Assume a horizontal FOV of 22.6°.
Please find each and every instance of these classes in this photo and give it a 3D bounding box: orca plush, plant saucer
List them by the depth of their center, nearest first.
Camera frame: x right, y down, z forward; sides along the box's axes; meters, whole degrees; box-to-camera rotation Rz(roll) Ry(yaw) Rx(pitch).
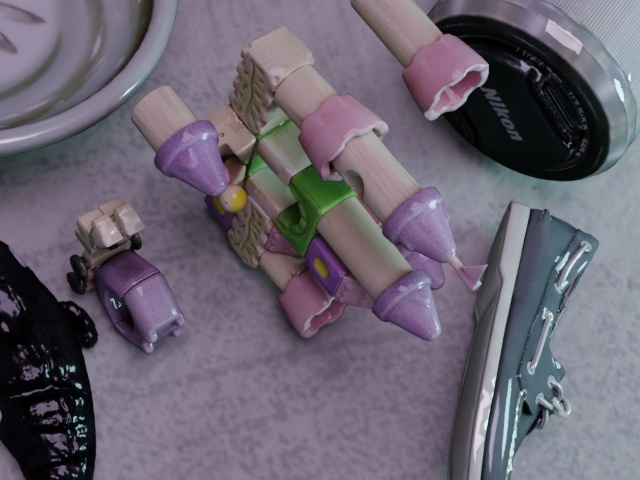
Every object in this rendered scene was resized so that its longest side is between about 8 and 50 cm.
[{"bbox_3d":[-0.249,0.115,1.303,0.151,0.102,0.287,-2,68,-14],"label":"orca plush"},{"bbox_3d":[-0.329,-0.217,1.408,0.400,0.100,0.401,7,56,-11],"label":"plant saucer"}]

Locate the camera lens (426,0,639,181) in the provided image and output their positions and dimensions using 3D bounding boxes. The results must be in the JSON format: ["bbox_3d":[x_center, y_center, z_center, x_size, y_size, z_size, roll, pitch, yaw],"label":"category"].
[{"bbox_3d":[0.240,-0.208,1.493,0.219,0.219,0.274,38,64,4],"label":"camera lens"}]

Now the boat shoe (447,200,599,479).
[{"bbox_3d":[0.181,0.112,1.404,0.099,0.116,0.319,16,60,-3],"label":"boat shoe"}]

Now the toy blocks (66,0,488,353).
[{"bbox_3d":[0.000,0.000,1.309,0.309,0.289,0.260,-30,72,-26],"label":"toy blocks"}]
